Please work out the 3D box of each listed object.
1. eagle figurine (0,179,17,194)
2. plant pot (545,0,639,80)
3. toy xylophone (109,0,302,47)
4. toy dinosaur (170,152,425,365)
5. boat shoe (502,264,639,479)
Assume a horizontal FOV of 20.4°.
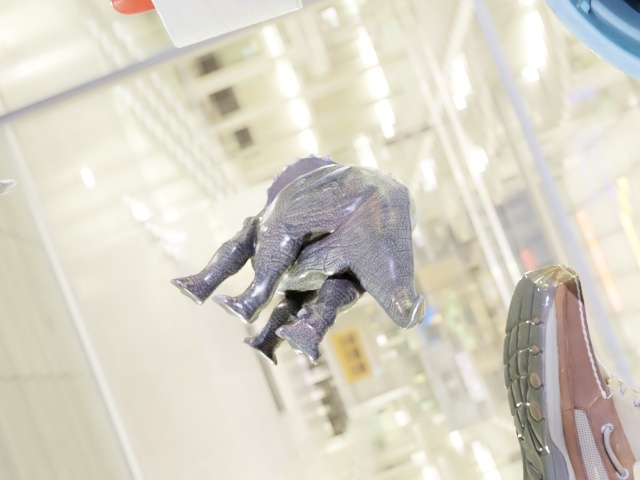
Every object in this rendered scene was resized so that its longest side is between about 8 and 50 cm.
[{"bbox_3d":[-0.467,-0.028,1.726,0.298,0.226,0.225,42,26,-12],"label":"eagle figurine"},{"bbox_3d":[0.314,-0.297,1.393,0.334,0.341,0.341,-65,135,-77],"label":"plant pot"},{"bbox_3d":[-0.079,-0.285,1.465,0.322,0.236,0.081,79,-1,-50],"label":"toy xylophone"},{"bbox_3d":[0.000,0.000,1.205,0.121,0.160,0.313,38,-13,-9],"label":"toy dinosaur"},{"bbox_3d":[0.249,0.175,1.681,0.122,0.120,0.324,-124,-156,-67],"label":"boat shoe"}]
